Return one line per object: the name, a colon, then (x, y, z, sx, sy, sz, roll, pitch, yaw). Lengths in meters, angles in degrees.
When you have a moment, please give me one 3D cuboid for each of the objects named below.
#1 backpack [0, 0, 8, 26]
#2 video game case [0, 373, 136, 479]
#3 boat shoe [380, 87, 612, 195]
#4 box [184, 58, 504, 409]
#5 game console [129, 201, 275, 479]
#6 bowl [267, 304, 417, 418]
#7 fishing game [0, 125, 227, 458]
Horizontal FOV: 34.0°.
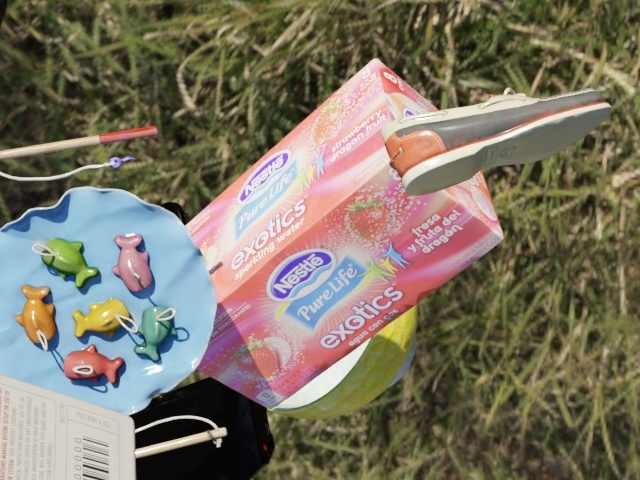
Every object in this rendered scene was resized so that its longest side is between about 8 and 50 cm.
backpack: (-0.445, -0.284, 0.981, 0.273, 0.290, 0.355, -4, 147, 27)
video game case: (-0.204, 0.189, 0.454, 0.036, 0.329, 0.300, -34, 137, 30)
boat shoe: (0.103, -0.067, 0.612, 0.137, 0.043, 0.049, -18, 154, -9)
box: (0.000, 0.000, 0.972, 0.142, 0.154, 0.300, 35, 121, -31)
game console: (-0.179, 0.134, 1.231, 0.213, 0.361, 0.044, -24, 156, 23)
bowl: (0.040, 0.128, 1.447, 0.289, 0.289, 0.156, -31, 132, 34)
fishing game: (-0.174, 0.051, 0.793, 0.189, 0.041, 0.264, -9, 100, -7)
